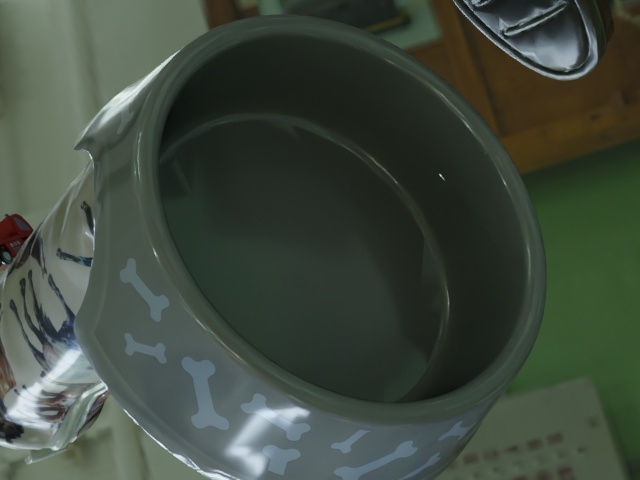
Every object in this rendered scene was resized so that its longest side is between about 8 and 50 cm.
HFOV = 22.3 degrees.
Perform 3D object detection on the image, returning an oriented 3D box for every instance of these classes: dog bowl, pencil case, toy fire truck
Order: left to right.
[{"bbox_3d":[-0.442,-0.016,2.038,0.135,0.047,0.192,57,-154,3],"label":"toy fire truck"},{"bbox_3d":[-0.195,0.051,1.479,0.410,0.160,0.183,-44,56,43],"label":"pencil case"},{"bbox_3d":[0.000,0.000,1.094,0.102,0.349,0.349,-44,54,49],"label":"dog bowl"}]

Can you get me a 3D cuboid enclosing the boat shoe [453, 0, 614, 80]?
[{"bbox_3d":[0.122,-0.262,1.202,0.307,0.111,0.104,50,-130,-9],"label":"boat shoe"}]
